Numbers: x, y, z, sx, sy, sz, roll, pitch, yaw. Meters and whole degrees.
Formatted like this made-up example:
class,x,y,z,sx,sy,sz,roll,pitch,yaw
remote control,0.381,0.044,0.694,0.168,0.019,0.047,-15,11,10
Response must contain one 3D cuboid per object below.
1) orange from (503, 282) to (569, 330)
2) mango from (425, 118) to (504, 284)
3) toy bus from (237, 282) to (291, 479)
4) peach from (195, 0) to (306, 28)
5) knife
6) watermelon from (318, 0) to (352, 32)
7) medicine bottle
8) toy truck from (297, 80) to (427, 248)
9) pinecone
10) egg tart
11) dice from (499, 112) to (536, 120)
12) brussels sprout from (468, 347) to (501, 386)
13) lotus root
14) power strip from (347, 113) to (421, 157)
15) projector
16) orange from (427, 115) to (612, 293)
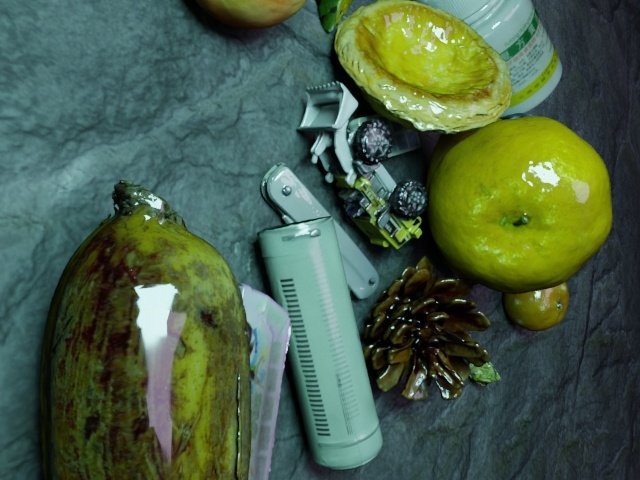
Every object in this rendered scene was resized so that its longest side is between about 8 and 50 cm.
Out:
class,x,y,z,sx,sy,sz,roll,pitch,yaw
orange,0.512,0.138,1.262,0.156,0.124,0.156,-7,107,-24
mango,0.297,-0.081,1.036,0.144,0.187,0.358,-65,143,-71
toy bus,-0.109,0.193,0.632,0.112,0.090,0.273,27,64,-46
peach,-0.086,-0.363,0.687,0.184,0.184,0.184,10,76,-46
knife,0.002,-0.003,0.817,0.073,0.041,0.265,-50,120,-20
watermelon,0.050,-0.451,0.917,0.092,0.075,0.181,54,48,-31
medicine bottle,0.353,-0.442,1.140,0.340,0.208,0.208,42,55,-34
toy truck,0.059,-0.106,0.834,0.111,0.136,0.285,-48,118,-17
pinecone,0.171,0.151,0.864,0.203,0.201,0.228,35,84,-22
egg tart,0.170,-0.282,0.929,0.319,0.128,0.318,7,54,-10
dice,0.397,-0.155,1.158,0.183,0.182,0.182,-49,118,-38
brussels sprout,0.339,0.271,1.122,0.085,0.058,0.085,54,16,-23
lotus root,-0.167,0.142,0.499,0.179,0.196,0.396,9,78,-50
power strip,0.119,-0.192,0.978,0.192,0.035,0.081,-24,101,-47
projector,0.002,0.137,0.737,0.108,0.108,0.337,-20,100,-47
orange,0.308,-0.055,0.848,0.235,0.279,0.278,-39,113,-65
